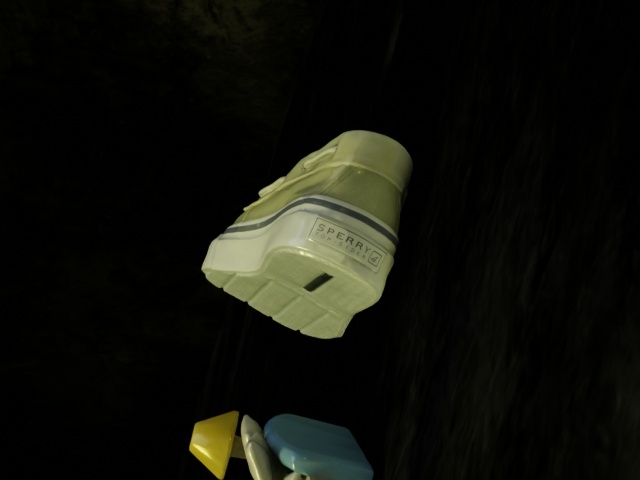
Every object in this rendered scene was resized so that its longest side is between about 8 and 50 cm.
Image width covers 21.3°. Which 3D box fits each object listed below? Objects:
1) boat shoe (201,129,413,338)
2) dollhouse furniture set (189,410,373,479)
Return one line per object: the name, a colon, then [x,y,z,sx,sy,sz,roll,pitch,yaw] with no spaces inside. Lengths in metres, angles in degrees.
boat shoe: [0.000,0.000,1.153,0.094,0.109,0.302,-62,11,-14]
dollhouse furniture set: [-0.100,0.240,0.944,0.303,0.198,0.286,-126,50,-84]
